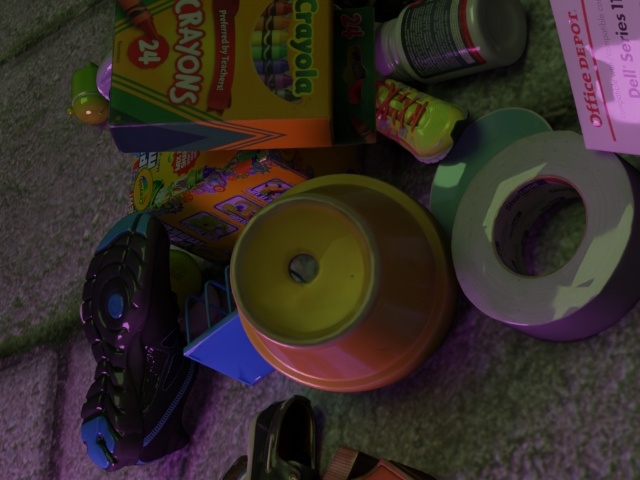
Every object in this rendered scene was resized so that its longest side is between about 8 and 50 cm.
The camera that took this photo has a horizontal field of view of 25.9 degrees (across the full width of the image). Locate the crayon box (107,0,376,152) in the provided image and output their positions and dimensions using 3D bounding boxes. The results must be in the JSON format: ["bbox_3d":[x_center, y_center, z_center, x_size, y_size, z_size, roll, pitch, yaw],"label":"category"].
[{"bbox_3d":[-0.092,-0.216,1.696,0.319,0.081,0.202,-2,67,3],"label":"crayon box"}]

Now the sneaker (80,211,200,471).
[{"bbox_3d":[-0.233,0.130,1.839,0.125,0.140,0.340,16,102,47],"label":"sneaker"}]

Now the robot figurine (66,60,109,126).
[{"bbox_3d":[-0.383,-0.243,2.329,0.101,0.067,0.115,-28,50,24],"label":"robot figurine"}]

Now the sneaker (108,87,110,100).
[{"bbox_3d":[-0.200,-0.186,1.817,0.224,0.083,0.098,-21,59,39],"label":"sneaker"}]

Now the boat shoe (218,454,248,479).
[{"bbox_3d":[-0.126,0.350,1.735,0.183,0.066,0.066,-51,35,-1],"label":"boat shoe"}]

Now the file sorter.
[{"bbox_3d":[-0.079,0.087,1.783,0.170,0.118,0.104,-37,42,28],"label":"file sorter"}]

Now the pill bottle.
[{"bbox_3d":[0.154,-0.252,1.725,0.180,0.108,0.108,-9,63,44],"label":"pill bottle"}]

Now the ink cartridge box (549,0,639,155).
[{"bbox_3d":[0.353,-0.188,1.351,0.353,0.207,0.119,11,43,42],"label":"ink cartridge box"}]

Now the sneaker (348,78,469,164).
[{"bbox_3d":[0.101,-0.156,1.723,0.208,0.094,0.081,22,82,58],"label":"sneaker"}]

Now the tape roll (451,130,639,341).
[{"bbox_3d":[0.250,-0.005,1.491,0.219,0.072,0.219,-15,64,35],"label":"tape roll"}]

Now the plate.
[{"bbox_3d":[0.207,-0.067,1.633,0.188,0.024,0.188,-23,54,37],"label":"plate"}]

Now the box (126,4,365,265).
[{"bbox_3d":[-0.097,-0.158,1.892,0.279,0.177,0.289,-23,54,39],"label":"box"}]

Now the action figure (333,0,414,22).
[{"bbox_3d":[0.087,-0.385,1.825,0.141,0.164,0.275,-86,18,-61],"label":"action figure"}]

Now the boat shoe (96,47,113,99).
[{"bbox_3d":[-0.228,-0.325,2.199,0.302,0.109,0.094,-32,32,20],"label":"boat shoe"}]

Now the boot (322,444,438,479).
[{"bbox_3d":[0.058,0.319,1.545,0.197,0.073,0.152,2,70,59],"label":"boot"}]

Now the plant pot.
[{"bbox_3d":[0.011,0.041,1.539,0.254,0.239,0.254,-2,83,14],"label":"plant pot"}]

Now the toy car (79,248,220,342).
[{"bbox_3d":[-0.232,0.085,1.949,0.182,0.159,0.136,-52,4,13],"label":"toy car"}]

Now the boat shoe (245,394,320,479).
[{"bbox_3d":[-0.040,0.295,1.651,0.079,0.084,0.233,-29,47,34],"label":"boat shoe"}]
